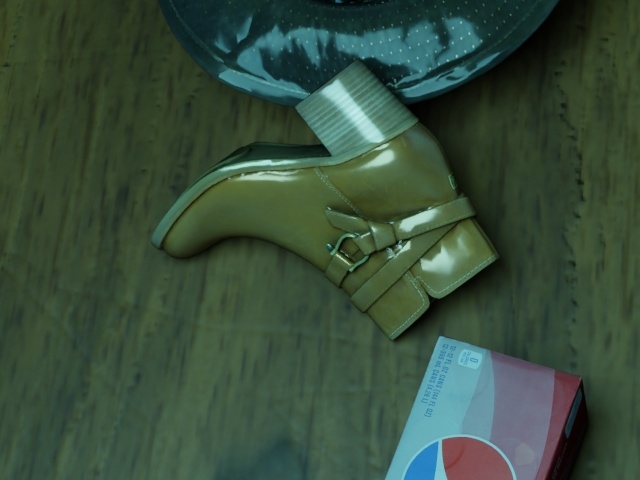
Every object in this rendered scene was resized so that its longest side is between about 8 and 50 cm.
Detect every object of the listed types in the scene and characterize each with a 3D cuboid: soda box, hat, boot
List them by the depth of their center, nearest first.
[{"bbox_3d":[0.067,0.193,1.086,0.092,0.083,0.263,15,68,17],"label":"soda box"},{"bbox_3d":[0.000,0.000,1.197,0.197,0.073,0.152,-35,94,31],"label":"boot"},{"bbox_3d":[0.029,-0.236,1.270,0.331,0.134,0.331,-1,83,12],"label":"hat"}]
